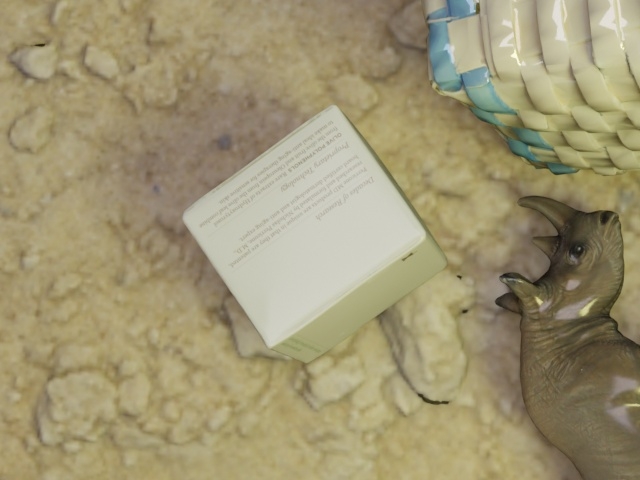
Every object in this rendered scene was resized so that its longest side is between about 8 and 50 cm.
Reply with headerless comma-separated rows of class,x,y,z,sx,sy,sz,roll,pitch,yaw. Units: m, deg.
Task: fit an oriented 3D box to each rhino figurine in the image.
rhino figurine,0.162,0.080,0.800,0.106,0.073,0.243,-28,75,1

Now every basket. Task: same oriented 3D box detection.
basket,0.201,-0.137,0.740,0.289,0.255,0.201,-5,76,20

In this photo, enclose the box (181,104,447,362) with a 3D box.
box,0.000,0.000,0.826,0.102,0.101,0.087,-36,76,3
